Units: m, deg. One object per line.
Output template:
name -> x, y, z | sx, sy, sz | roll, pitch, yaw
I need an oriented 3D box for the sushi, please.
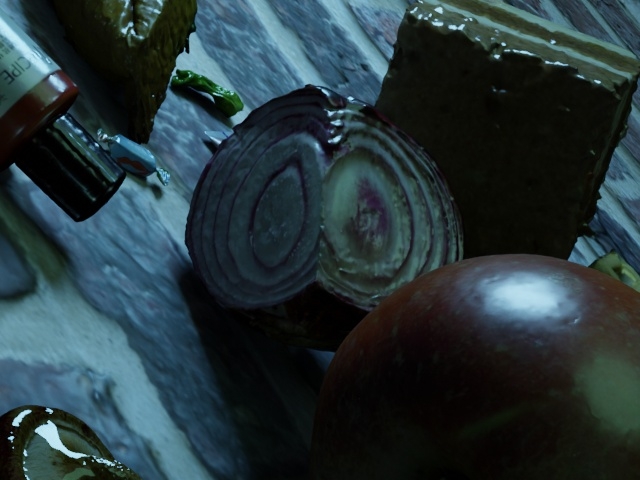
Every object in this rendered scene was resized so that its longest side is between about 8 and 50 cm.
sushi -> -0.186, -0.233, 1.704 | 0.149, 0.140, 0.287 | -21, 63, -24

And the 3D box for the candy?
candy -> -0.173, -0.076, 1.607 | 0.083, 0.020, 0.030 | 33, 26, -26

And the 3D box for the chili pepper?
chili pepper -> -0.117, -0.158, 1.816 | 0.091, 0.030, 0.034 | 28, 55, -31

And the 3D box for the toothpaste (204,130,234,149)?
toothpaste -> -0.040, -0.044, 1.755 | 0.194, 0.043, 0.067 | 49, 25, 19

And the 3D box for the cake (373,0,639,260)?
cake -> 0.201, -0.124, 1.904 | 0.282, 0.255, 0.290 | 23, 24, 11

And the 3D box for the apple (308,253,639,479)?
apple -> 0.158, 0.176, 1.361 | 0.277, 0.348, 0.348 | -3, 53, -50

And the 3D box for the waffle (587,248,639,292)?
waffle -> 0.335, 0.149, 1.963 | 0.261, 0.114, 0.376 | 52, 25, 11

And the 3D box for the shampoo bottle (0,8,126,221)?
shampoo bottle -> -0.275, -0.129, 1.426 | 0.278, 0.104, 0.104 | 45, 24, -3

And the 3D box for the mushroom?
mushroom -> -0.176, 0.163, 1.151 | 0.127, 0.087, 0.127 | 41, 22, -20

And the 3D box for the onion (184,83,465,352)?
onion -> 0.003, 0.002, 1.550 | 0.207, 0.206, 0.216 | 27, 63, -36
